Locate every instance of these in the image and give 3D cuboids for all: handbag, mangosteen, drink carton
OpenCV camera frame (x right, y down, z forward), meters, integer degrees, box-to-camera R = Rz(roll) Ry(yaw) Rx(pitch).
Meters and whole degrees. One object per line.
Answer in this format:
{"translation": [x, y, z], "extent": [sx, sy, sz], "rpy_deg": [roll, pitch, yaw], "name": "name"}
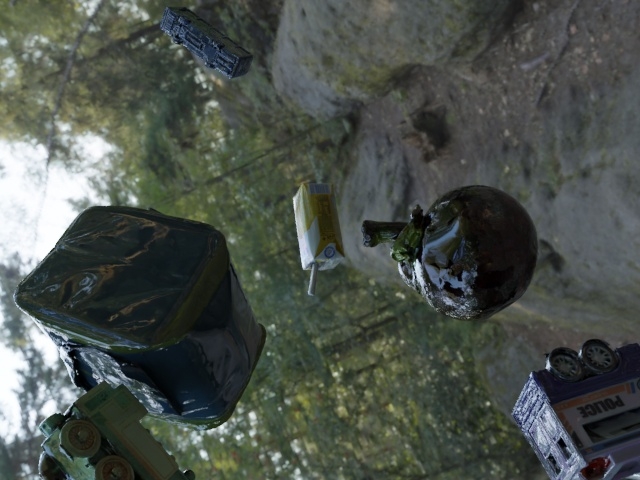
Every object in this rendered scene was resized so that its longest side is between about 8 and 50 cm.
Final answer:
{"translation": [-0.223, 0.103, 0.907], "extent": [0.241, 0.263, 0.222], "rpy_deg": [75, -150, -48], "name": "handbag"}
{"translation": [0.209, 0.013, 1.143], "extent": [0.231, 0.289, 0.231], "rpy_deg": [-168, 90, -89], "name": "mangosteen"}
{"translation": [0.000, 0.000, 1.233], "extent": [0.084, 0.075, 0.200], "rpy_deg": [136, 129, -61], "name": "drink carton"}

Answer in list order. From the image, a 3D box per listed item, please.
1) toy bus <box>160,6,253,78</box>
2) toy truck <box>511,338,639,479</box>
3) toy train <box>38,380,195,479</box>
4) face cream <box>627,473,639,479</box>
{"translation": [-0.193, -0.336, 1.171], "extent": [0.166, 0.065, 0.047], "rpy_deg": [38, 124, 13], "name": "toy bus"}
{"translation": [0.402, 0.211, 0.892], "extent": [0.124, 0.268, 0.155], "rpy_deg": [92, 161, -49], "name": "toy truck"}
{"translation": [-0.217, 0.252, 0.765], "extent": [0.194, 0.081, 0.125], "rpy_deg": [46, -146, 4], "name": "toy train"}
{"translation": [0.659, 0.362, 1.124], "extent": [0.346, 0.102, 0.102], "rpy_deg": [-4, 115, 43], "name": "face cream"}
